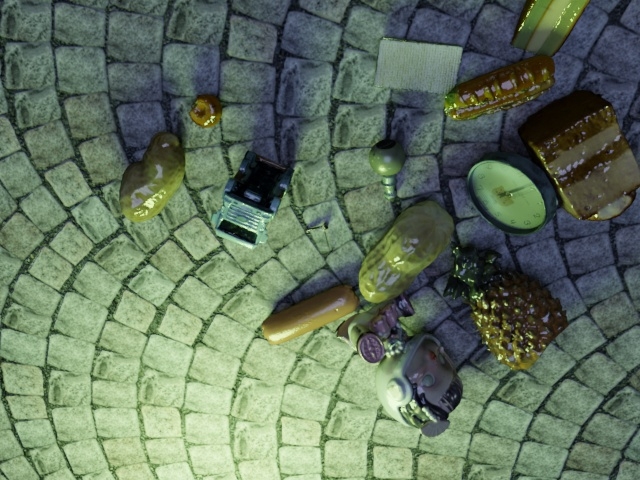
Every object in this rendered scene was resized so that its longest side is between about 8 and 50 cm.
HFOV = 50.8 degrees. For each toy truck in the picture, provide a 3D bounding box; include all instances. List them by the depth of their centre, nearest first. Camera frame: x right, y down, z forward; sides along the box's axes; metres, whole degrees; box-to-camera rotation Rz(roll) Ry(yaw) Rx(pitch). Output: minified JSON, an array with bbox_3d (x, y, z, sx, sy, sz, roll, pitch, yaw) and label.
[{"bbox_3d":[-0.164,-0.093,1.631,0.136,0.305,0.162,23,116,-3],"label":"toy truck"}]

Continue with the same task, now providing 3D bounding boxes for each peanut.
[{"bbox_3d":[0.210,0.036,1.724,0.152,0.152,0.313,40,111,-9],"label":"peanut"},{"bbox_3d":[-0.430,-0.161,1.726,0.137,0.122,0.253,42,106,-2],"label":"peanut"}]

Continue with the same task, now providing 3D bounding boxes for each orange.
[{"bbox_3d":[-0.282,-0.324,1.683,0.086,0.062,0.086,6,106,20],"label":"orange"}]

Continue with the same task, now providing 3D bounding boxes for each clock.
[{"bbox_3d":[0.455,-0.109,1.622,0.049,0.226,0.226,-41,106,-26],"label":"clock"}]

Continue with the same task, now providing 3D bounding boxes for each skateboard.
[{"bbox_3d":[0.000,0.000,1.794,0.064,0.032,0.083,-12,107,20],"label":"skateboard"}]

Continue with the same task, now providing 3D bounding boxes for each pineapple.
[{"bbox_3d":[0.442,0.143,1.724,0.357,0.223,0.223,45,108,4],"label":"pineapple"}]

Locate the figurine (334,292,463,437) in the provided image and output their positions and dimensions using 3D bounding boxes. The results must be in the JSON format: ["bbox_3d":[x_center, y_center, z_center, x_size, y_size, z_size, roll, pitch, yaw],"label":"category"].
[{"bbox_3d":[0.227,0.327,1.801,0.361,0.253,0.211,51,150,-5],"label":"figurine"}]

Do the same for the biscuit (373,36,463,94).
[{"bbox_3d":[0.232,-0.418,1.612,0.199,0.040,0.121,8,114,3],"label":"biscuit"}]

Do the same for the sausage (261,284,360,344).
[{"bbox_3d":[-0.029,0.202,1.839,0.289,0.086,0.086,-24,106,15],"label":"sausage"}]

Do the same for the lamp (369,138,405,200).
[{"bbox_3d":[0.172,-0.170,1.691,0.091,0.091,0.163,-6,124,7],"label":"lamp"}]

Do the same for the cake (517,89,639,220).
[{"bbox_3d":[0.622,-0.183,1.585,0.196,0.198,0.293,-33,108,10],"label":"cake"}]

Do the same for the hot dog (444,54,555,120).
[{"bbox_3d":[0.423,-0.351,1.592,0.269,0.115,0.072,-21,63,13],"label":"hot dog"}]

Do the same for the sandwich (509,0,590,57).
[{"bbox_3d":[0.517,-0.504,1.500,0.117,0.144,0.187,20,110,1],"label":"sandwich"}]
